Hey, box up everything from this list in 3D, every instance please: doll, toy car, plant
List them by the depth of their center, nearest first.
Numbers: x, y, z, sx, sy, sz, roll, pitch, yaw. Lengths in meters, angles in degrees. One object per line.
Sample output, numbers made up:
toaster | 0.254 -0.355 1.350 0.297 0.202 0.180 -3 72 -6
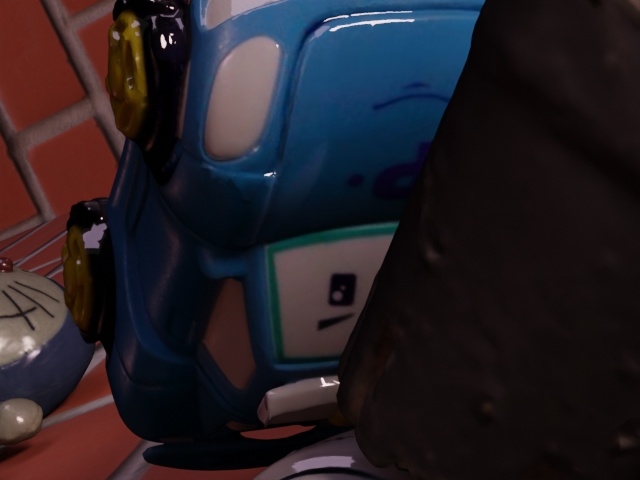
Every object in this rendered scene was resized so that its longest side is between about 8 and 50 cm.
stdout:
plant | 0.115 -0.019 0.471 0.256 0.142 0.164 -57 -22 14
toy car | 0.000 0.000 0.692 0.198 0.166 0.314 -5 -31 -22
doll | -0.289 0.098 1.203 0.228 0.154 0.258 16 35 21

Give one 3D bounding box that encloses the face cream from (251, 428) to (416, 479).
face cream | 0.026 0.107 0.593 0.143 0.089 0.314 -23 -2 13
